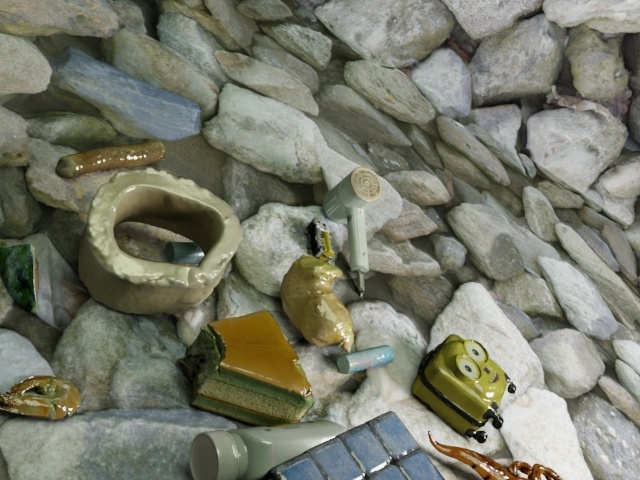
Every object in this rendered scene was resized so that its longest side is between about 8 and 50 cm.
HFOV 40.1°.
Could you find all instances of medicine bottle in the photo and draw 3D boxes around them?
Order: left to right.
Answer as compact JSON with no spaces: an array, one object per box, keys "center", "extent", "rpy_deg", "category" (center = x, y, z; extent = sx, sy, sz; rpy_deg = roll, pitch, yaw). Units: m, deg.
[{"center":[-0.099,0.408,1.689],"extent":[0.296,0.161,0.111],"rpy_deg":[1,80,-37],"category":"medicine bottle"}]

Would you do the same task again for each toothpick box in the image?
[{"center":[-0.314,0.029,2.034],"extent":[0.083,0.052,0.052],"rpy_deg":[2,48,-38],"category":"toothpick box"}]

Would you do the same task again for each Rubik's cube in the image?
[{"center":[0.038,0.550,1.490],"extent":[0.344,0.344,0.337],"rpy_deg":[-11,57,-48],"category":"Rubik's cube"}]

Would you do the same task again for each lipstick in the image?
[{"center":[0.109,0.285,2.107],"extent":[0.158,0.048,0.048],"rpy_deg":[-6,53,-44],"category":"lipstick"}]

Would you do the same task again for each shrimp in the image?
[{"center":[-0.520,0.279,1.582],"extent":[0.180,0.041,0.099],"rpy_deg":[6,44,-35],"category":"shrimp"}]

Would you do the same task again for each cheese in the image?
[{"center":[-0.344,0.011,1.892],"extent":[0.332,0.153,0.292],"rpy_deg":[12,54,-17],"category":"cheese"}]

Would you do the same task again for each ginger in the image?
[{"center":[-0.009,0.154,2.080],"extent":[0.138,0.152,0.267],"rpy_deg":[20,48,-67],"category":"ginger"}]

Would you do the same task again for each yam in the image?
[{"center":[-0.503,-0.198,2.126],"extent":[0.300,0.066,0.066],"rpy_deg":[-18,62,-48],"category":"yam"}]

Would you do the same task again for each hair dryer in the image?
[{"center":[0.090,-0.007,2.373],"extent":[0.107,0.173,0.357],"rpy_deg":[11,61,-25],"category":"hair dryer"}]

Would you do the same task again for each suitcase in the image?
[{"center":[0.359,0.351,2.161],"extent":[0.235,0.143,0.194],"rpy_deg":[39,35,4],"category":"suitcase"}]

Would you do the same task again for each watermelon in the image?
[{"center":[-0.584,0.066,1.746],"extent":[0.080,0.101,0.155],"rpy_deg":[21,46,-40],"category":"watermelon"}]

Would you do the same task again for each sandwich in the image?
[{"center":[-0.158,0.285,1.789],"extent":[0.198,0.155,0.227],"rpy_deg":[-9,55,-43],"category":"sandwich"}]

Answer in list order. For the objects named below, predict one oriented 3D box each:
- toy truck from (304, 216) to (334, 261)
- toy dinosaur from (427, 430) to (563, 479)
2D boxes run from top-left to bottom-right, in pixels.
[{"center":[0.000,0.000,2.336],"extent":[0.063,0.052,0.123],"rpy_deg":[21,39,-29],"category":"toy truck"},{"center":[0.445,0.568,2.037],"extent":[0.432,0.097,0.208],"rpy_deg":[44,45,17],"category":"toy dinosaur"}]
